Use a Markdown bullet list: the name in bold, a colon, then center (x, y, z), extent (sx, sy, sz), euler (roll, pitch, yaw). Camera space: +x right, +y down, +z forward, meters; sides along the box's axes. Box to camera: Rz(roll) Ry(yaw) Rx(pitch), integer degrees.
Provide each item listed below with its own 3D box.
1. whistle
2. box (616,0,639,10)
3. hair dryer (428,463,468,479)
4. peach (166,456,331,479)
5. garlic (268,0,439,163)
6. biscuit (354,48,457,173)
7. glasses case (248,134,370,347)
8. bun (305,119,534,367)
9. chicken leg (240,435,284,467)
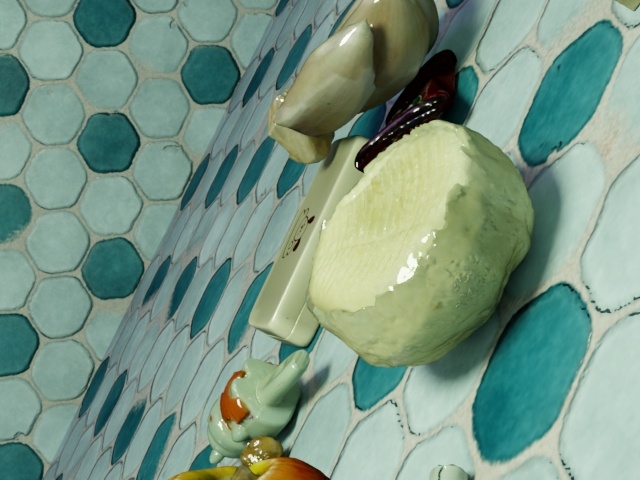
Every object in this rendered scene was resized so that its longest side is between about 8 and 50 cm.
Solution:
- **whistle**: center (-0.086, 0.221, 1.508), extent (0.253, 0.106, 0.102), euler (-47, 38, 43)
- **box**: center (0.292, -0.282, 1.170), extent (0.035, 0.083, 0.079), euler (-56, 18, 23)
- **hair dryer**: center (0.103, 0.272, 0.927), extent (0.131, 0.073, 0.236), euler (-47, 13, 38)
- **peach**: center (-0.069, 0.339, 1.025), extent (0.238, 0.281, 0.281), euler (-6, 44, 17)
- **garlic**: center (0.061, -0.255, 1.581), extent (0.325, 0.132, 0.279), euler (-40, 10, 42)
- **biscuit**: center (0.125, -0.168, 1.524), extent (0.151, 0.063, 0.235), euler (-51, 3, 26)
- **glasses case**: center (0.000, 0.000, 1.645), extent (0.313, 0.070, 0.131), euler (-65, 16, -8)
- **bun**: center (0.110, 0.015, 1.135), extent (0.259, 0.152, 0.259), euler (-40, 28, 26)
- **chicken leg**: center (-0.126, 0.360, 1.439), extent (0.251, 0.087, 0.107), euler (-59, 8, -7)
